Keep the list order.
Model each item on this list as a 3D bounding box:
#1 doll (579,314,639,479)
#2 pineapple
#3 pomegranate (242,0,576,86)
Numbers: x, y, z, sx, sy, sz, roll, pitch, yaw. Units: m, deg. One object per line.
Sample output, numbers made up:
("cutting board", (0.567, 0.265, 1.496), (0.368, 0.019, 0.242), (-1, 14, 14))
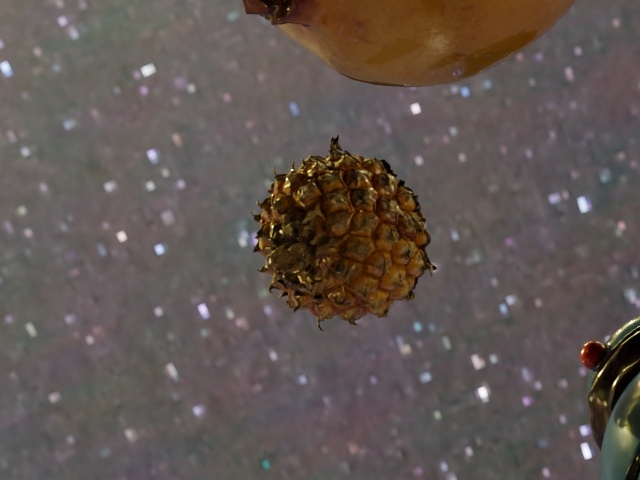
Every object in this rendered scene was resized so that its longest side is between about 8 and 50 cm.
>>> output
("doll", (0.354, 0.181, 1.604), (0.240, 0.284, 0.310), (11, -161, -17))
("pineapple", (-0.001, 0.003, 1.686), (0.161, 0.176, 0.137), (-36, 170, 35))
("pomegranate", (0.048, -0.217, 1.098), (0.264, 0.264, 0.264), (-14, -144, 11))
